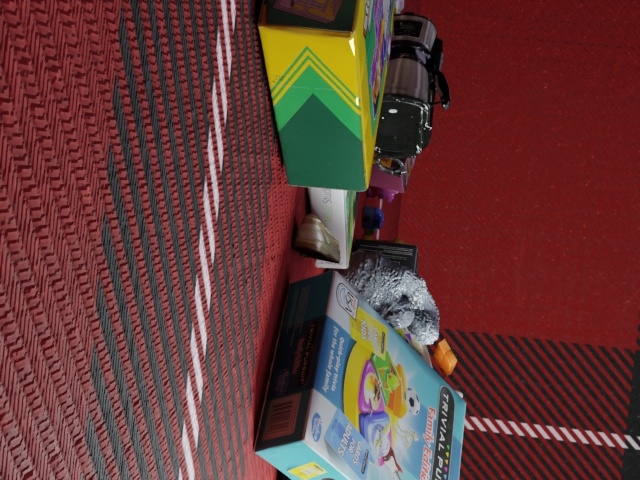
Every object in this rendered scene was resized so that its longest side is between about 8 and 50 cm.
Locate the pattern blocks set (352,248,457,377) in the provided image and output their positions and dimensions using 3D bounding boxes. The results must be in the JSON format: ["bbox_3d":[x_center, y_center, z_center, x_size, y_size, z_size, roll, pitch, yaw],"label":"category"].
[{"bbox_3d":[0.148,0.177,2.166,0.026,0.285,0.325,-30,131,-28],"label":"pattern blocks set"}]

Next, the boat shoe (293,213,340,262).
[{"bbox_3d":[-0.002,0.000,1.594,0.153,0.056,0.048,33,68,-74],"label":"boat shoe"}]

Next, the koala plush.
[{"bbox_3d":[0.080,0.155,1.918,0.203,0.196,0.221,69,25,-49],"label":"koala plush"}]

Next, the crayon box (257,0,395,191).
[{"bbox_3d":[0.021,-0.289,1.326,0.313,0.106,0.363,79,17,-63],"label":"crayon box"}]

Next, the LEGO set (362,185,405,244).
[{"bbox_3d":[0.140,-0.020,2.570,0.087,0.093,0.227,-75,169,-50],"label":"LEGO set"}]

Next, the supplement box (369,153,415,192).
[{"bbox_3d":[0.132,-0.194,2.193,0.081,0.104,0.188,80,27,-60],"label":"supplement box"}]

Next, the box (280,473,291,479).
[{"bbox_3d":[0.022,0.366,1.667,0.158,0.156,0.093,-75,167,-53],"label":"box"}]

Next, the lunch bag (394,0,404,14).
[{"bbox_3d":[0.144,-0.497,2.375,0.083,0.053,0.071,-53,147,-59],"label":"lunch bag"}]

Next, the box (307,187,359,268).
[{"bbox_3d":[0.033,-0.153,1.733,0.232,0.058,0.322,85,13,-55],"label":"box"}]

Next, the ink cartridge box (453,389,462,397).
[{"bbox_3d":[0.117,0.385,2.095,0.270,0.198,0.197,100,6,-54],"label":"ink cartridge box"}]

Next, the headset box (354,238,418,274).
[{"bbox_3d":[0.124,0.168,2.437,0.246,0.131,0.283,71,26,-75],"label":"headset box"}]

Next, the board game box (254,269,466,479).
[{"bbox_3d":[0.067,0.239,1.543,0.336,0.079,0.254,45,41,-35],"label":"board game box"}]

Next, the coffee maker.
[{"bbox_3d":[0.116,-0.222,1.761,0.171,0.120,0.178,124,-19,-52],"label":"coffee maker"}]
